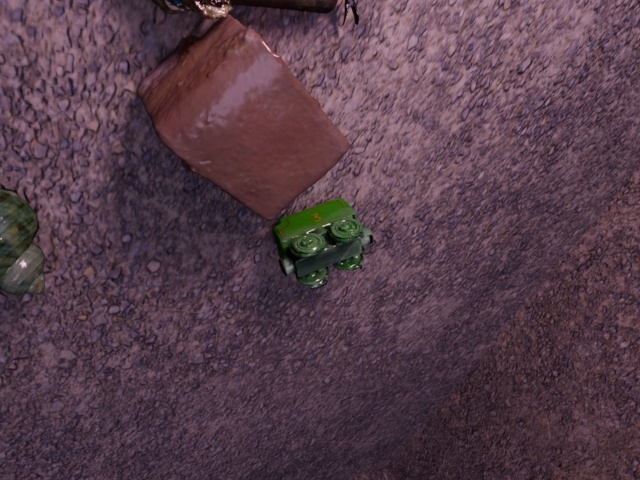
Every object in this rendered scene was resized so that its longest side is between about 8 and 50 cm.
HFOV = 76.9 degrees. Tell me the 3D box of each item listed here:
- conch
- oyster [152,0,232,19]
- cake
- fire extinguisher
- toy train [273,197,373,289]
[{"bbox_3d":[-0.587,0.019,0.736,0.176,0.122,0.188,-44,144,-27],"label":"conch"},{"bbox_3d":[-0.229,-0.443,0.569,0.222,0.083,0.214,6,114,-6],"label":"oyster"},{"bbox_3d":[-0.129,-0.216,0.735,0.230,0.237,0.309,-43,137,11],"label":"cake"},{"bbox_3d":[-0.049,-0.436,0.711,0.267,0.072,0.089,-9,108,-24],"label":"fire extinguisher"},{"bbox_3d":[0.000,0.000,1.009,0.243,0.188,0.133,-22,132,-15],"label":"toy train"}]
